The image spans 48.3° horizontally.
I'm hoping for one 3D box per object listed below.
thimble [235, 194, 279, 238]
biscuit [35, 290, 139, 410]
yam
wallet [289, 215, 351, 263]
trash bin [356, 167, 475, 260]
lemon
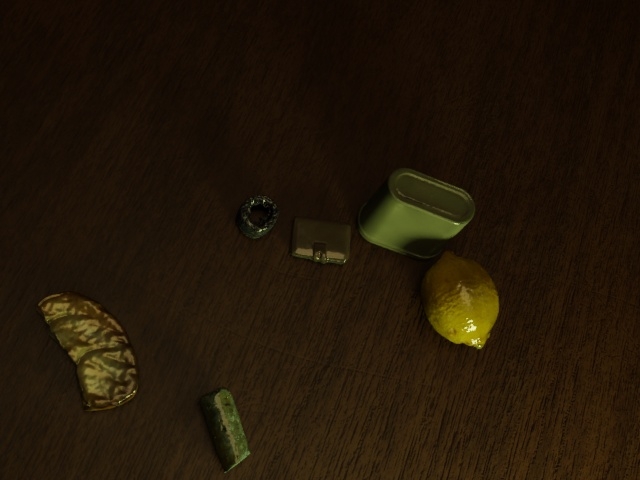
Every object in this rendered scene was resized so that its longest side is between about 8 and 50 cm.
[{"bbox_3d":[-0.159,-0.062,1.793,0.095,0.066,0.104,34,63,-2],"label":"thimble"},{"bbox_3d":[-0.512,0.237,1.607,0.154,0.045,0.299,-26,78,-20],"label":"biscuit"},{"bbox_3d":[-0.212,0.420,1.599,0.078,0.078,0.179,-17,75,-19],"label":"yam"},{"bbox_3d":[0.000,0.000,1.825,0.152,0.039,0.118,10,66,-7],"label":"wallet"},{"bbox_3d":[0.234,-0.065,1.794,0.243,0.247,0.121,20,65,-5],"label":"trash bin"},{"bbox_3d":[0.347,0.147,1.776,0.188,0.188,0.257,-12,76,-18],"label":"lemon"}]
